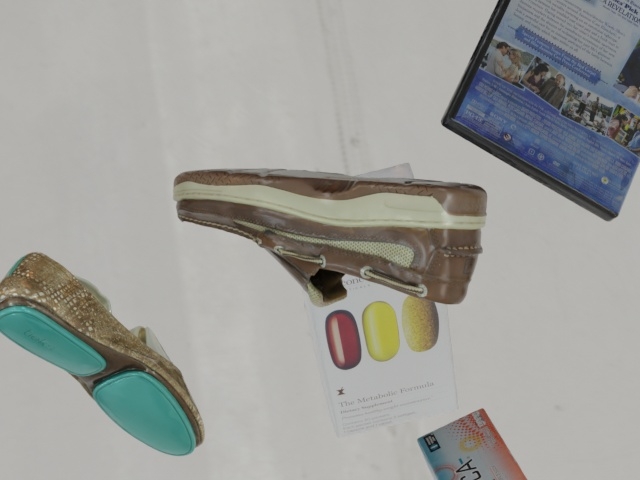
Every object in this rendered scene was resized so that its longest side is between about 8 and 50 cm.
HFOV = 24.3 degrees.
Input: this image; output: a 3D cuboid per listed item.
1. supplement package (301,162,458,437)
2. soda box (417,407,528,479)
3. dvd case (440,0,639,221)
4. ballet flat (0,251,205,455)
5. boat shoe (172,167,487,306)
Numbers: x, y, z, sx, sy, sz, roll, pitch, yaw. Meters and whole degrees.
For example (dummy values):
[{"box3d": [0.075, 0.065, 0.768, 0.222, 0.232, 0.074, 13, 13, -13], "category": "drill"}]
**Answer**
[{"box3d": [0.053, 0.064, 1.520, 0.139, 0.244, 0.134, -14, 44, -2], "category": "supplement package"}, {"box3d": [0.134, 0.208, 1.119, 0.063, 0.183, 0.058, -25, 121, -2], "category": "soda box"}, {"box3d": [0.234, -0.164, 1.358, 0.180, 0.022, 0.253, 29, 67, -7], "category": "dvd case"}, {"box3d": [-0.148, 0.077, 1.055, 0.073, 0.206, 0.067, -18, 43, 28], "category": "ballet flat"}, {"box3d": [-0.005, 0.000, 1.052, 0.257, 0.095, 0.095, 7, 97, 39], "category": "boat shoe"}]
